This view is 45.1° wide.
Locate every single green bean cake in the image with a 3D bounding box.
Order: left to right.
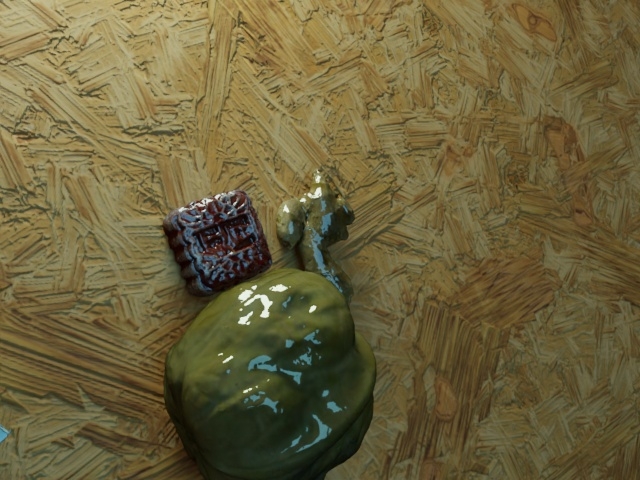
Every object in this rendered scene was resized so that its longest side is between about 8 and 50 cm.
[{"bbox_3d":[-0.146,0.001,1.118,0.135,0.056,0.136,-23,92,-32],"label":"green bean cake"}]

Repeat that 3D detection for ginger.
[{"bbox_3d":[0.010,0.002,1.211,0.133,0.059,0.214,-33,95,-28],"label":"ginger"}]

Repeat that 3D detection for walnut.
[{"bbox_3d":[-0.063,0.190,1.008,0.277,0.253,0.282,-39,101,-29],"label":"walnut"}]

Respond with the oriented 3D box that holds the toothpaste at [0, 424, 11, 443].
[{"bbox_3d":[-0.474,0.312,0.829,0.071,0.089,0.313,46,60,-10],"label":"toothpaste"}]
